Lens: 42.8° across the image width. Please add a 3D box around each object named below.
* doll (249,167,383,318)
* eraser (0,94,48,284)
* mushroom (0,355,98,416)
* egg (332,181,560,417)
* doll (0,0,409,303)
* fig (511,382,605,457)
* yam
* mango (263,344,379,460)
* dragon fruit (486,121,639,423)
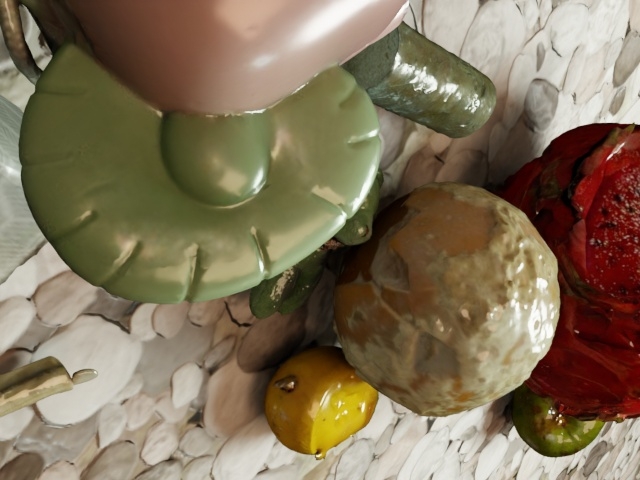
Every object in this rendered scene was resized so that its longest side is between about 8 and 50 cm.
[{"bbox_3d":[0.000,0.000,0.654,0.115,0.077,0.150,9,115,-54],"label":"doll"},{"bbox_3d":[-0.261,-0.093,0.253,0.096,0.098,0.404,-43,143,5],"label":"eraser"},{"bbox_3d":[-0.221,0.110,0.480,0.187,0.060,0.061,-31,135,-37],"label":"mushroom"},{"bbox_3d":[0.104,0.054,0.704,0.195,0.195,0.233,-42,170,-23],"label":"egg"},{"bbox_3d":[-0.058,-0.129,0.389,0.268,0.284,0.216,-35,180,-21],"label":"doll"},{"bbox_3d":[0.325,0.225,1.169,0.127,0.185,0.132,27,98,-15],"label":"fig"},{"bbox_3d":[0.077,-0.130,0.658,0.169,0.068,0.068,13,104,-53],"label":"yam"},{"bbox_3d":[0.006,0.148,0.761,0.187,0.066,0.101,22,88,-58],"label":"mango"},{"bbox_3d":[0.296,0.036,0.836,0.296,0.295,0.301,-26,157,-37],"label":"dragon fruit"}]
